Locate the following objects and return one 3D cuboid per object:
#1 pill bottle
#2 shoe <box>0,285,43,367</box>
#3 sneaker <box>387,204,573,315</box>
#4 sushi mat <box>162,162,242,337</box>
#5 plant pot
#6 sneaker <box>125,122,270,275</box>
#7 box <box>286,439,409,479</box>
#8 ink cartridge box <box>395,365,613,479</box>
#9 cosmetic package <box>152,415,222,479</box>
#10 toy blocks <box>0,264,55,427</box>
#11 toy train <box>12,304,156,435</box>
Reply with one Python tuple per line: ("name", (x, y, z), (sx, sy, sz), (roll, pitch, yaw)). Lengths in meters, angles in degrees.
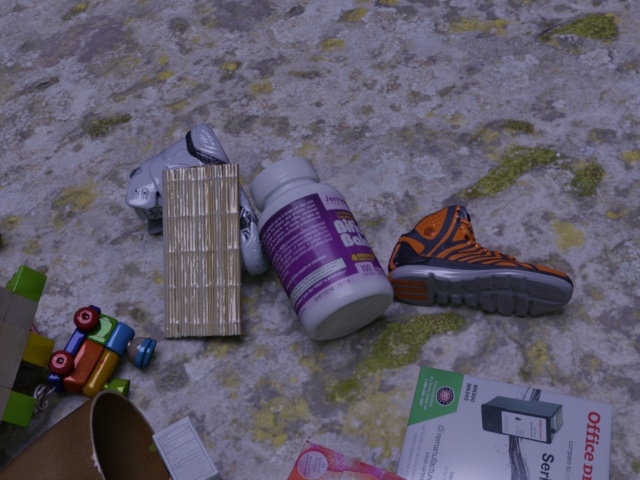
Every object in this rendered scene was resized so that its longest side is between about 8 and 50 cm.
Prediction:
("pill bottle", (-0.009, 0.008, 1.434), (0.169, 0.169, 0.302), (-23, 66, -12))
("shoe", (-0.553, 0.152, 1.478), (0.063, 0.081, 0.178), (-36, 54, -21))
("sneaker", (0.284, 0.023, 1.455), (0.320, 0.125, 0.180), (7, 52, 13))
("sushi mat", (-0.215, 0.016, 1.479), (0.151, 0.019, 0.317), (-6, 80, 17))
("plant pot", (-0.373, 0.378, 1.192), (0.254, 0.237, 0.237), (-26, 50, 6))
("sneaker", (-0.241, -0.050, 1.585), (0.210, 0.137, 0.366), (-27, 58, -2))
("box", (0.028, 0.406, 1.043), (0.142, 0.300, 0.154), (17, 53, 20))
("ink cartridge box", (0.268, 0.323, 1.202), (0.289, 0.122, 0.211), (9, 52, 14))
("cosmetic package", (-0.165, 0.352, 1.155), (0.060, 0.239, 0.099), (-26, 51, -14))
("toy blocks", (-0.608, 0.230, 1.332), (0.260, 0.190, 0.382), (-11, 59, 40))
("toy train", (-0.388, 0.243, 1.383), (0.143, 0.105, 0.248), (21, 58, 2))
